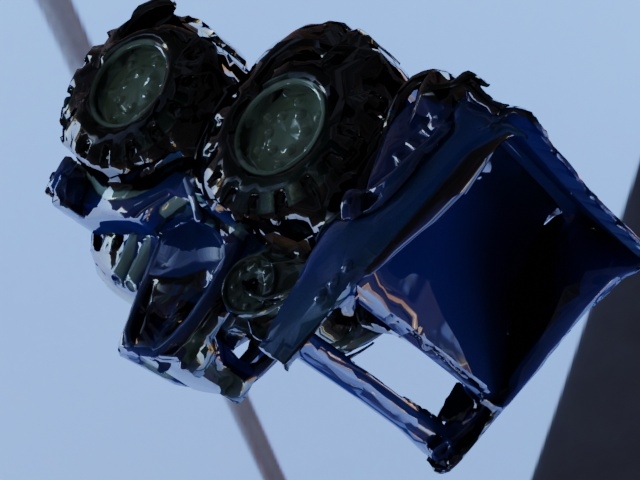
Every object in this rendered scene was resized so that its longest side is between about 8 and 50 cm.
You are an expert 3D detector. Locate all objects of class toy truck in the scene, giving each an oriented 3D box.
[{"bbox_3d":[0.000,0.000,0.565,0.208,0.113,0.126,10,-109,41],"label":"toy truck"}]
